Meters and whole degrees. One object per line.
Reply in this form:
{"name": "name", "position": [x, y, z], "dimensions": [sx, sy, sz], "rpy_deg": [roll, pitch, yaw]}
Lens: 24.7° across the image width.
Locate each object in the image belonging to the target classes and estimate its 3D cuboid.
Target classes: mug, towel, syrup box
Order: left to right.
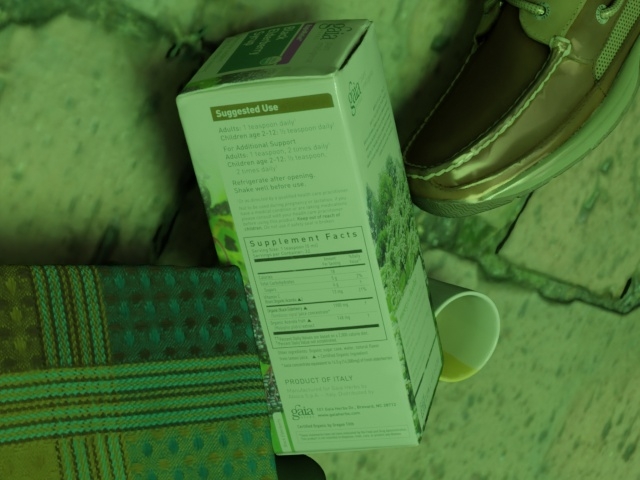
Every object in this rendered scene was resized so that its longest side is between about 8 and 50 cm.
{"name": "towel", "position": [-0.119, 0.189, 0.688], "dimensions": [0.272, 0.040, 0.370], "rpy_deg": [2, 70, -38]}
{"name": "syrup box", "position": [0.000, 0.000, 0.847], "dimensions": [0.093, 0.096, 0.236], "rpy_deg": [-64, 143, -59]}
{"name": "mug", "position": [0.068, 0.057, 0.959], "dimensions": [0.078, 0.064, 0.062], "rpy_deg": [-32, 123, -20]}

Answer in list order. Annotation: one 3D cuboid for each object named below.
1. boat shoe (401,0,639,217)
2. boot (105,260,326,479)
{"name": "boat shoe", "position": [0.151, -0.150, 0.915], "dimensions": [0.324, 0.123, 0.116], "rpy_deg": [-48, 121, -19]}
{"name": "boot", "position": [-0.060, 0.096, 0.887], "dimensions": [0.198, 0.077, 0.137], "rpy_deg": [14, 89, -43]}
